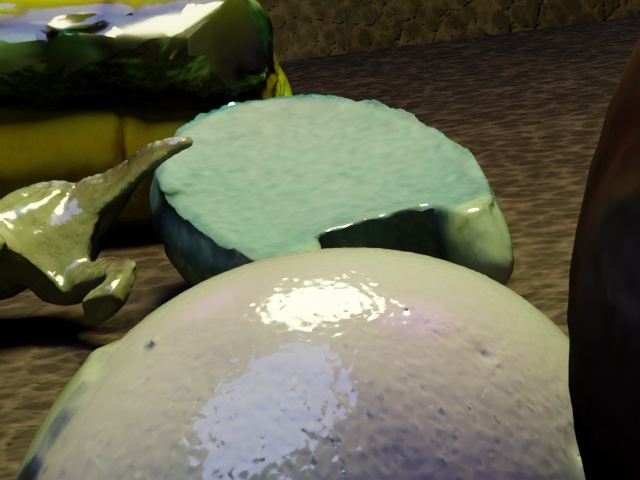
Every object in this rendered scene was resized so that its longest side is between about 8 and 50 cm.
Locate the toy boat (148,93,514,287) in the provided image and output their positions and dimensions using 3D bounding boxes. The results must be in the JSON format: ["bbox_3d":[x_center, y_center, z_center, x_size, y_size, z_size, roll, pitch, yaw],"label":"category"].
[{"bbox_3d":[0.000,0.000,1.366,0.215,0.123,0.330,-19,25,-19],"label":"toy boat"}]

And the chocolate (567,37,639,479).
[{"bbox_3d":[0.248,0.025,0.485,0.384,0.383,0.331,-11,-2,-25],"label":"chocolate"}]

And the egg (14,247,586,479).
[{"bbox_3d":[0.000,0.097,0.567,0.183,0.183,0.217,-3,14,16],"label":"egg"}]

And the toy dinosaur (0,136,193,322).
[{"bbox_3d":[-0.219,0.014,1.343,0.294,0.077,0.162,-13,23,20],"label":"toy dinosaur"}]

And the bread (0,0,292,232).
[{"bbox_3d":[-0.209,-0.107,1.706,0.376,0.208,0.251,-7,1,-3],"label":"bread"}]
